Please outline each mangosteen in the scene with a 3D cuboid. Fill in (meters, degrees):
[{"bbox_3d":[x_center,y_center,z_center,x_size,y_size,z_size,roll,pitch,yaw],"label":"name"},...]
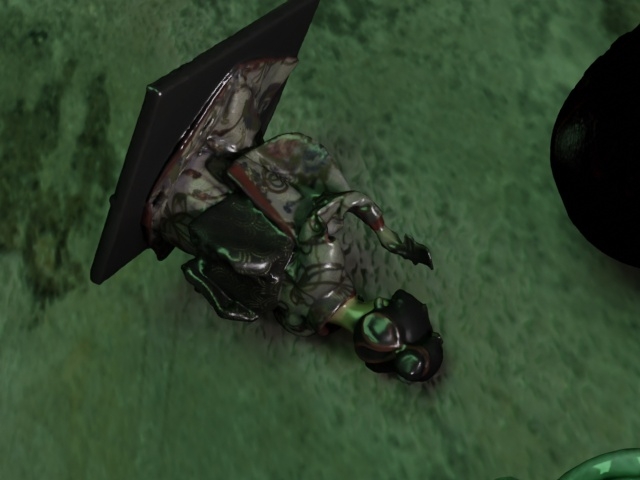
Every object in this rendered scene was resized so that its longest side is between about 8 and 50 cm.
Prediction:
[{"bbox_3d":[0.193,-0.042,0.606,0.152,0.152,0.153,-13,52,17],"label":"mangosteen"}]

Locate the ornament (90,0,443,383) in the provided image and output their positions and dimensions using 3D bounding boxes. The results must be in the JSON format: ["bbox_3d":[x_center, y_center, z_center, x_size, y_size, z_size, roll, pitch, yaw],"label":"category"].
[{"bbox_3d":[0.000,0.000,0.688,0.196,0.166,0.153,39,45,12],"label":"ornament"}]

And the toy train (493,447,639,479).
[{"bbox_3d":[0.172,0.238,0.397,0.397,0.160,0.253,26,78,38],"label":"toy train"}]
